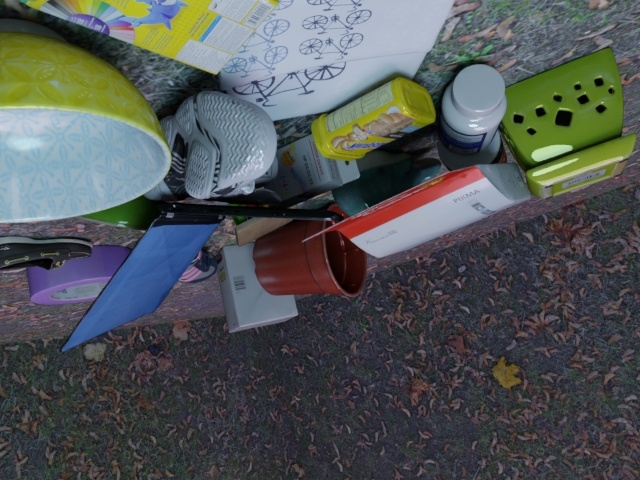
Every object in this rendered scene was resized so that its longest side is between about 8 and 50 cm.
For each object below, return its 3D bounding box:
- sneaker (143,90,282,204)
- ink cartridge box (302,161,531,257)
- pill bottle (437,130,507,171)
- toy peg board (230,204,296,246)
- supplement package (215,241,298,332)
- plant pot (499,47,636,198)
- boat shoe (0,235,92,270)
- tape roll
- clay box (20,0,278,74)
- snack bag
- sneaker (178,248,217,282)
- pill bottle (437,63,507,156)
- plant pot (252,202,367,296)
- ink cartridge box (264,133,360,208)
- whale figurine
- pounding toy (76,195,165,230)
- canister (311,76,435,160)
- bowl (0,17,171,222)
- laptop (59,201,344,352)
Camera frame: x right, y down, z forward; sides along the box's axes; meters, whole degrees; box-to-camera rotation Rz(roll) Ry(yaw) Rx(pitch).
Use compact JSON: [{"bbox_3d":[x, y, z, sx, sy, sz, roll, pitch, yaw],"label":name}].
[{"bbox_3d":[-0.122,-0.126,0.788,0.210,0.138,0.365,-3,-179,-37],"label":"sneaker"},{"bbox_3d":[0.196,-0.043,0.999,0.308,0.091,0.384,-25,175,35],"label":"ink cartridge box"},{"bbox_3d":[0.350,-0.189,1.189,0.130,0.131,0.245,-19,168,21],"label":"pill bottle"},{"bbox_3d":[-0.153,-0.070,1.321,0.160,0.079,0.161,-28,171,-13],"label":"toy peg board"},{"bbox_3d":[-0.217,0.150,1.742,0.203,0.262,0.145,-8,166,-25],"label":"supplement package"},{"bbox_3d":[0.496,-0.213,1.067,0.228,0.207,0.227,-20,166,20],"label":"plant pot"},{"bbox_3d":[-0.631,0.035,1.205,0.081,0.069,0.227,-22,165,34],"label":"boat shoe"},{"bbox_3d":[-0.639,0.097,1.430,0.274,0.090,0.275,-13,168,-3],"label":"tape roll"},{"bbox_3d":[-0.165,-0.240,0.482,0.221,0.053,0.127,11,154,-38],"label":"clay box"},{"bbox_3d":[0.012,-0.252,0.735,0.322,0.037,0.342,-13,168,-10],"label":"snack bag"},{"bbox_3d":[-0.370,0.057,1.505,0.130,0.112,0.319,-16,169,23],"label":"sneaker"},{"bbox_3d":[0.271,-0.232,0.944,0.111,0.112,0.187,-15,168,5],"label":"pill bottle"},{"bbox_3d":[-0.038,0.049,1.557,0.264,0.273,0.272,-12,170,28],"label":"plant pot"},{"bbox_3d":[-0.025,-0.141,1.026,0.181,0.105,0.061,-20,168,25],"label":"ink cartridge box"},{"bbox_3d":[0.158,-0.125,1.224,0.271,0.141,0.216,-9,166,-27],"label":"whale figurine"},{"bbox_3d":[-0.361,-0.094,0.915,0.236,0.110,0.183,14,-174,13],"label":"pounding toy"},{"bbox_3d":[0.088,-0.196,0.864,0.169,0.074,0.126,-20,171,37],"label":"canister"},{"bbox_3d":[-0.322,-0.138,0.572,0.289,0.156,0.289,-14,168,-3],"label":"bowl"},{"bbox_3d":[-0.171,0.055,0.949,0.407,0.237,0.382,3,-177,4],"label":"laptop"}]
